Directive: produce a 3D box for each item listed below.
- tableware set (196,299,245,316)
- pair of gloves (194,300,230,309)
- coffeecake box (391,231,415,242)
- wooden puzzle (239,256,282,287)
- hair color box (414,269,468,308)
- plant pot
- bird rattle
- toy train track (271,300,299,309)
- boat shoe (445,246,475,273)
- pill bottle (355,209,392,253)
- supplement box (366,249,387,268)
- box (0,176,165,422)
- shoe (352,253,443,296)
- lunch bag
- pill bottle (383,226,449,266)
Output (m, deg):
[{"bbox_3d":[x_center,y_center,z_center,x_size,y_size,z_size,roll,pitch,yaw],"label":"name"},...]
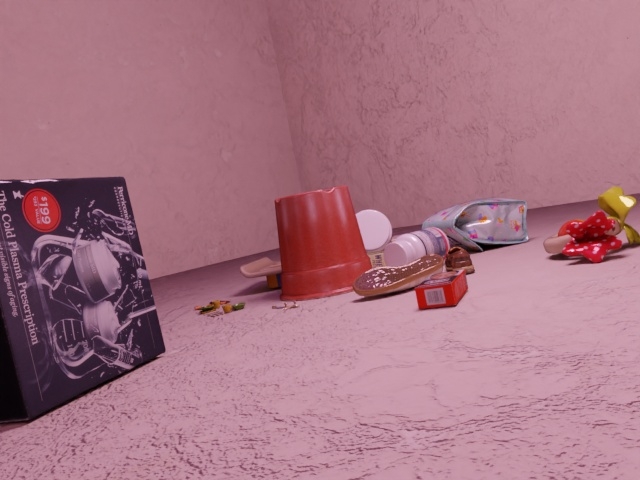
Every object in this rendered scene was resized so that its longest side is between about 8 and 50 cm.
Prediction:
[{"bbox_3d":[-0.264,0.174,1.484,0.104,0.024,0.154,-12,3,-29],"label":"tableware set"},{"bbox_3d":[-0.310,0.183,1.603,0.074,0.010,0.083,-9,3,34],"label":"pair of gloves"},{"bbox_3d":[0.328,0.010,1.985,0.142,0.068,0.185,-11,3,9],"label":"coffeecake box"},{"bbox_3d":[-0.049,0.092,1.809,0.347,0.081,0.322,-5,4,10],"label":"wooden puzzle"},{"bbox_3d":[0.233,0.091,1.065,0.071,0.043,0.141,-11,2,24],"label":"hair color box"},{"bbox_3d":[0.000,0.000,1.496,0.272,0.265,0.272,-10,3,1],"label":"plant pot"},{"bbox_3d":[0.604,-0.005,1.260,0.253,0.143,0.207,-28,0,-33],"label":"bird rattle"},{"bbox_3d":[-0.084,0.153,1.328,0.083,0.014,0.048,-9,3,40],"label":"toy train track"},{"bbox_3d":[0.343,0.044,1.386,0.064,0.060,0.178,-11,3,6],"label":"boat shoe"},{"bbox_3d":[0.175,-0.025,2.015,0.161,0.161,0.283,-11,-5,4],"label":"pill bottle"},{"bbox_3d":[0.161,0.065,1.675,0.083,0.056,0.083,-11,3,-4],"label":"supplement box"},{"bbox_3d":[-0.455,0.078,0.929,0.178,0.343,0.312,-11,3,22],"label":"box"},{"bbox_3d":[0.178,0.091,1.255,0.219,0.058,0.076,-16,35,-11],"label":"shoe"},{"bbox_3d":[0.476,-0.049,1.751,0.262,0.160,0.223,-6,2,-15],"label":"lunch bag"},{"bbox_3d":[0.259,0.029,1.523,0.180,0.108,0.108,-14,4,-42],"label":"pill bottle"}]
